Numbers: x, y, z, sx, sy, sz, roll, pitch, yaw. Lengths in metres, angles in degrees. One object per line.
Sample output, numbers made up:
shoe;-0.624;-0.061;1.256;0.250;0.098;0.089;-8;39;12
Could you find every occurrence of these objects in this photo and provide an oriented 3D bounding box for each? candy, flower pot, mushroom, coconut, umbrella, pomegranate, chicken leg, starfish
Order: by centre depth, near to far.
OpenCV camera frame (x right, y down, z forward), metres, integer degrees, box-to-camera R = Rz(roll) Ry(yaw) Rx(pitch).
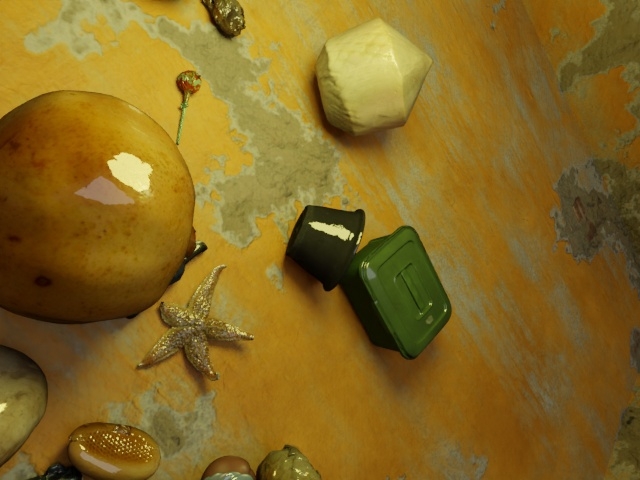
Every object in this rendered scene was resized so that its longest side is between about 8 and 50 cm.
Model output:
mushroom;-0.591;0.284;0.784;0.254;0.184;0.255;7;56;-11
pomegranate;-0.405;-0.045;0.851;0.416;0.416;0.418;5;82;-35
umbrella;-0.350;0.073;1.064;0.071;0.070;0.248;53;54;-19
starfish;-0.270;0.201;1.113;0.231;0.048;0.295;39;61;-15
candy;-0.324;-0.319;1.143;0.055;0.049;0.185;10;84;-4
chicken leg;-0.262;-0.609;1.207;0.085;0.069;0.198;-43;104;-6
flower pot;0.000;0.000;1.249;0.148;0.235;0.236;23;70;-10
coconut;0.152;-0.451;1.322;0.328;0.328;0.330;5;82;-35

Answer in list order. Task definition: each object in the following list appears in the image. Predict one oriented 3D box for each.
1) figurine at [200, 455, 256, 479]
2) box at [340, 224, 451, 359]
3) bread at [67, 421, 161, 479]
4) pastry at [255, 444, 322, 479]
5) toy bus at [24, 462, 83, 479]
figurine;-0.275;0.590;0.924;0.387;0.248;0.277;18;77;-40
box;0.209;0.152;1.388;0.252;0.177;0.329;-37;104;-35
bread;-0.412;0.424;0.952;0.189;0.077;0.114;27;36;-27
pastry;-0.054;0.624;1.072;0.136;0.329;0.330;-16;94;-25
toy bus;-0.532;0.490;0.858;0.198;0.096;0.108;-7;93;-34
